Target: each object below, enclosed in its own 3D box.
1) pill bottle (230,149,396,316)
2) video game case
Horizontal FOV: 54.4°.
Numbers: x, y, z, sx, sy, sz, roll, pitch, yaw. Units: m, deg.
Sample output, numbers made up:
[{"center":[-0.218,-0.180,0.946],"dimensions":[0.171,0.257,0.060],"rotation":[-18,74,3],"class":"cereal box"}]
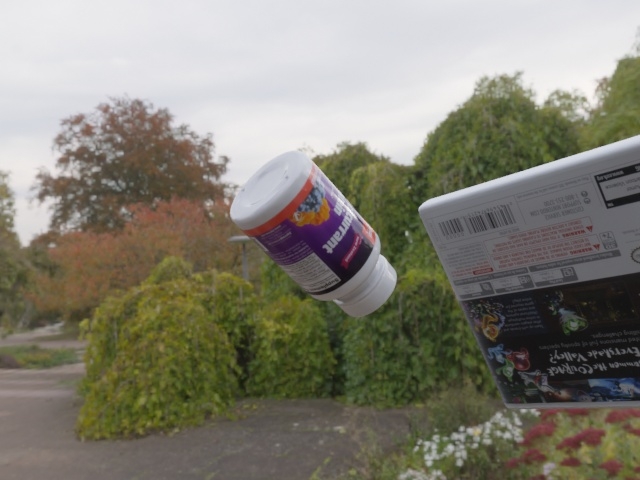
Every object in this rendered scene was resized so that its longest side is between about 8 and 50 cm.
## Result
[{"center":[0.000,0.000,0.707],"dimensions":[0.108,0.108,0.193],"rotation":[-5,-43,51],"class":"pill bottle"},{"center":[0.175,0.031,0.402],"dimensions":[0.190,0.173,0.022],"rotation":[-17,12,45],"class":"video game case"}]
